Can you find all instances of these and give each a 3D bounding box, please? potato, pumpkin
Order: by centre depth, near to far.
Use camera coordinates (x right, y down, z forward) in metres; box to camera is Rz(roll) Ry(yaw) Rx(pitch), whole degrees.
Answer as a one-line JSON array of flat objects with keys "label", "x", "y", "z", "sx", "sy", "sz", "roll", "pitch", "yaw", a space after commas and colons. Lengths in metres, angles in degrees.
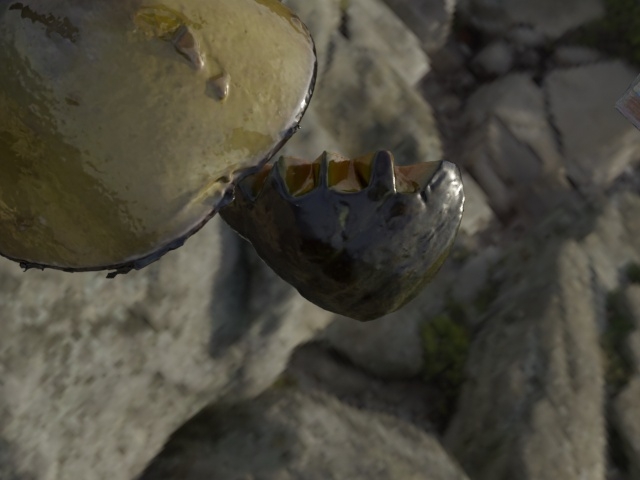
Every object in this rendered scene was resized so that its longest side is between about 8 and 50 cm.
[{"label": "potato", "x": -0.118, "y": -0.089, "z": 0.827, "sx": 0.117, "sy": 0.202, "sz": 0.182, "roll": 56, "pitch": 44, "yaw": -49}, {"label": "pumpkin", "x": 0.000, "y": 0.000, "z": 1.587, "sx": 0.130, "sy": 0.254, "sz": 0.149, "roll": 14, "pitch": 71, "yaw": -62}]

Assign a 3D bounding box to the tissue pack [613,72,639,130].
[{"label": "tissue pack", "x": 0.252, "y": -0.088, "z": 1.160, "sx": 0.083, "sy": 0.035, "sz": 0.063, "roll": 42, "pitch": 52, "yaw": 0}]
